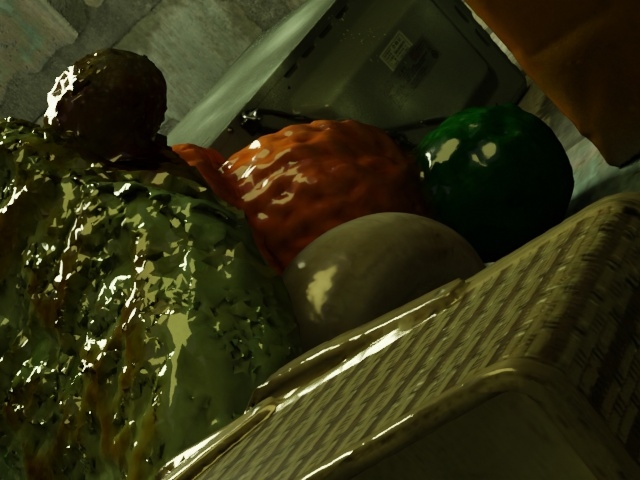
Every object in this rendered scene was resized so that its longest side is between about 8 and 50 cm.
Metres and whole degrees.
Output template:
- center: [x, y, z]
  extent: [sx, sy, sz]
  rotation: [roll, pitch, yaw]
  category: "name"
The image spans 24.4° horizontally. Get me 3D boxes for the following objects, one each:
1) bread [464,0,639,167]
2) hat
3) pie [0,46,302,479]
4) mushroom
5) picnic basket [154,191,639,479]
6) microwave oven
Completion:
- center: [0.180, -0.238, 1.210]
  extent: [0.138, 0.361, 0.077]
  rotation: [-38, 7, 33]
  category: "bread"
- center: [0.000, 0.000, 1.221]
  extent: [0.400, 0.285, 0.285]
  rotation: [-34, 15, 18]
  category: "hat"
- center: [-0.133, 0.119, 0.926]
  extent: [0.418, 0.180, 0.395]
  rotation: [-121, 35, -50]
  category: "pie"
- center: [0.052, 0.090, 0.936]
  extent: [0.206, 0.206, 0.209]
  rotation: [-45, 23, -5]
  category: "mushroom"
- center: [0.051, 0.155, 0.585]
  extent: [0.313, 0.228, 0.175]
  rotation: [-36, 5, 32]
  category: "picnic basket"
- center: [-0.020, -0.083, 1.623]
  extent: [0.374, 0.236, 0.432]
  rotation: [-28, 20, 52]
  category: "microwave oven"
